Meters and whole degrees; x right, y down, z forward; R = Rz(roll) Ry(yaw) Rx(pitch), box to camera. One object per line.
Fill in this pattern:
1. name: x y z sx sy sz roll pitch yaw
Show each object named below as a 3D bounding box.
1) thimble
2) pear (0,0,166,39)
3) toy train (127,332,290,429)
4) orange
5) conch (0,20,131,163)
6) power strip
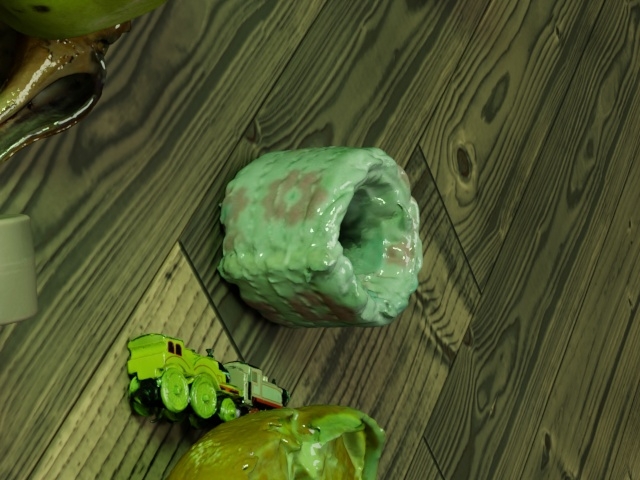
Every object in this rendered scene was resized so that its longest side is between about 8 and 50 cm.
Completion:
1. thimble: 0.000 0.000 1.697 0.211 0.149 0.185 -21 106 -60
2. pear: -0.179 -0.306 1.285 0.294 0.294 0.294 13 75 -59
3. toy train: -0.095 0.148 1.606 0.249 0.053 0.085 28 56 -56
4. orange: -0.045 0.281 1.534 0.334 0.196 0.263 -12 112 -55
5. conch: -0.223 -0.142 1.404 0.086 0.080 0.233 30 77 -19
6. power strip: -0.277 0.023 1.204 0.154 0.154 0.078 -13 98 -60
